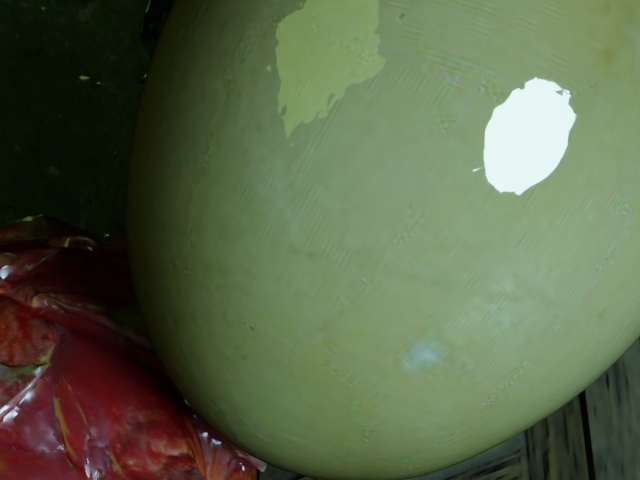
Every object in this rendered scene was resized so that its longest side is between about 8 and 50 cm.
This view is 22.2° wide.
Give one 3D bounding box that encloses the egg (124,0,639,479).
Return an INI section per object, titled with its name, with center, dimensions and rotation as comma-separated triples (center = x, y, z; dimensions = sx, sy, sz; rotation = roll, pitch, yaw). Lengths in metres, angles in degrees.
[egg]
center = 0.057, -0.052, 0.853
dimensions = 0.301, 0.301, 0.374
rotation = 27, 95, 52

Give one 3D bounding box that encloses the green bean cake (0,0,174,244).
[green bean cake]
center = -0.167, -0.111, 1.161
dimensions = 0.255, 0.132, 0.241
rotation = 15, 115, 37

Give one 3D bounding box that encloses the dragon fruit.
[dragon fruit]
center = -0.172, 0.131, 0.982
dimensions = 0.277, 0.277, 0.342
rotation = -45, 34, 11
